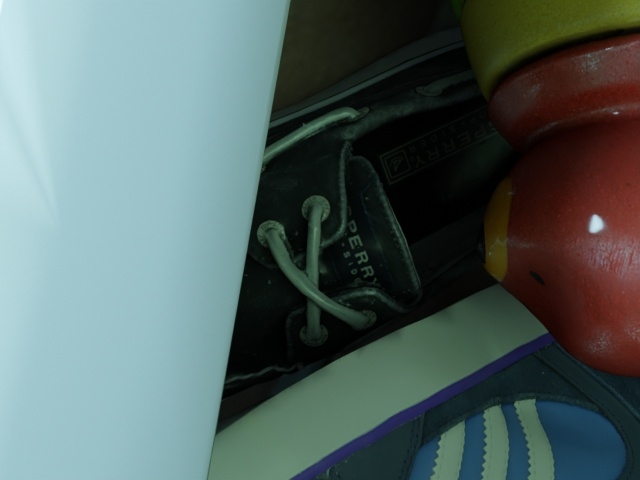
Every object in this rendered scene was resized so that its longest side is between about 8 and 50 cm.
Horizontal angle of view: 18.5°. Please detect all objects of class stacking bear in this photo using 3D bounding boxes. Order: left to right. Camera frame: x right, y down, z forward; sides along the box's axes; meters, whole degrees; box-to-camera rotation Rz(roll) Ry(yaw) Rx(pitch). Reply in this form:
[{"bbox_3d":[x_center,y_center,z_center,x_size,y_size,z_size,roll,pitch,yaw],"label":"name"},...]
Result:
[{"bbox_3d":[0.118,-0.088,0.760,0.164,0.175,0.289,-1,74,-7],"label":"stacking bear"}]

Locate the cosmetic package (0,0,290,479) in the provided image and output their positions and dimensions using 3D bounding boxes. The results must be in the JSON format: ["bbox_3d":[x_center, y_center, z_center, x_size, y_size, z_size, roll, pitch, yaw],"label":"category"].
[{"bbox_3d":[-0.122,-0.033,0.652,0.097,0.284,0.377,8,94,-28],"label":"cosmetic package"}]

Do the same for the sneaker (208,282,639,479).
[{"bbox_3d":[0.057,0.156,0.793,0.323,0.130,0.236,-23,84,-47],"label":"sneaker"}]

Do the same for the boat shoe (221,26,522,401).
[{"bbox_3d":[0.000,0.000,0.823,0.301,0.102,0.108,-28,109,-22],"label":"boat shoe"}]
